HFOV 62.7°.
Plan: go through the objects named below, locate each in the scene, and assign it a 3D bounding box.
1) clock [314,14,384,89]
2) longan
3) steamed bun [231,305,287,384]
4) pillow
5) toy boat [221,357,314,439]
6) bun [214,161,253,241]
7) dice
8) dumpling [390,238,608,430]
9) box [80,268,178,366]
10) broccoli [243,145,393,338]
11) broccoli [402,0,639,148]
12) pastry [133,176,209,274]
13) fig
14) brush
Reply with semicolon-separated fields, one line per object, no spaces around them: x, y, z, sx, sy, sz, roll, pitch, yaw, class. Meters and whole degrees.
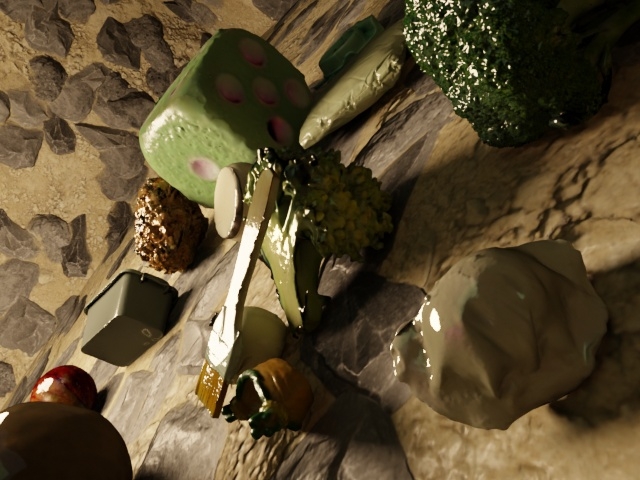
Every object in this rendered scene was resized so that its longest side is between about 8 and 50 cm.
0.060;-0.466;1.326;0.211;0.066;0.159;-53;23;-15;clock
-0.435;0.402;0.803;0.297;0.297;0.297;-40;27;25;longan
-0.116;0.154;0.780;0.130;0.091;0.113;-25;38;44;steamed bun
0.084;-0.335;1.117;0.274;0.076;0.281;-34;24;34;pillow
-0.067;0.196;0.632;0.088;0.089;0.229;-36;-1;-21;toy boat
-0.152;-0.083;1.127;0.172;0.119;0.173;6;97;60;bun
-0.220;-0.288;1.289;0.322;0.318;0.330;-26;36;43;dice
0.150;0.073;0.426;0.188;0.108;0.127;-36;48;-3;dumpling
-0.476;0.198;1.289;0.243;0.163;0.135;-37;38;28;box
0.009;-0.013;0.775;0.180;0.273;0.242;-14;-6;-29;broccoli
0.232;-0.275;0.586;0.283;0.304;0.321;-14;36;7;broccoli
-0.392;-0.040;1.392;0.275;0.192;0.275;-175;90;-73;pastry
-0.617;0.381;1.289;0.202;0.149;0.148;-19;23;32;fig
-0.108;0.067;0.700;0.085;0.020;0.337;27;103;52;brush
